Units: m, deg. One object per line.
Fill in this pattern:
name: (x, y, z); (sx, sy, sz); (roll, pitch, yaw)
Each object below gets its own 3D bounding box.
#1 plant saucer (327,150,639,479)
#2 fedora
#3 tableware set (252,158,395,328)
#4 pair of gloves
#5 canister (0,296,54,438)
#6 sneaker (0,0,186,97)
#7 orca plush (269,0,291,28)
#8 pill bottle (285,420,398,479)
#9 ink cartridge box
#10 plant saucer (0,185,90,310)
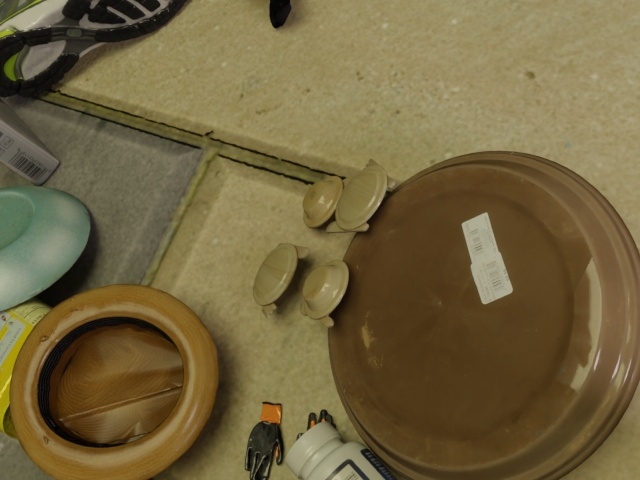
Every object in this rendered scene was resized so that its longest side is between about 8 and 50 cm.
plant saucer: (0.109, 0.057, 0.602); (0.277, 0.041, 0.278); (-14, 67, 36)
fedora: (-0.181, 0.134, 0.704); (0.194, 0.079, 0.194); (-3, 72, 8)
tableware set: (0.000, 0.000, 0.688); (0.169, 0.020, 0.141); (-62, 28, -6)
pair of gloves: (-0.027, 0.181, 0.671); (0.083, 0.010, 0.074); (3, 72, 23)
canister: (-0.326, 0.106, 0.785); (0.170, 0.073, 0.126); (24, 80, 29)
sneaker: (-0.281, -0.289, 0.900); (0.299, 0.111, 0.121); (-24, 58, 9)
orca plush: (-0.110, -0.361, 0.849); (0.102, 0.151, 0.287); (-24, 85, 21)
pill bottle: (0.028, 0.203, 0.606); (0.067, 0.067, 0.120); (-47, 64, 0)
ink cartridge box: (-0.394, -0.151, 0.867); (0.179, 0.145, 0.045); (39, 86, 29)
plant saucer: (-0.342, -0.004, 0.805); (0.194, 0.037, 0.195); (-6, 44, 6)
